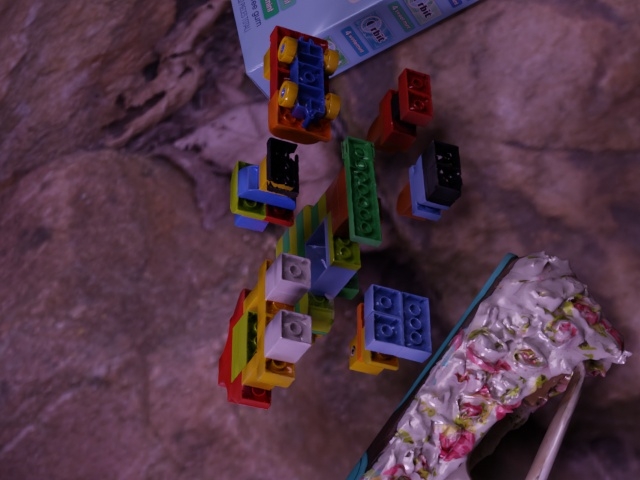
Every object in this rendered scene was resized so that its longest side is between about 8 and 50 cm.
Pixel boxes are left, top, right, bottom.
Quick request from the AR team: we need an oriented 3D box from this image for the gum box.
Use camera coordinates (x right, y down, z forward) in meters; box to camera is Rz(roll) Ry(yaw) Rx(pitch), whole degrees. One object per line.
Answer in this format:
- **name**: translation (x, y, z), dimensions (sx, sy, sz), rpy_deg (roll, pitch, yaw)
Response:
- **gum box**: translation (0.029, -0.189, 0.819), dimensions (0.184, 0.041, 0.157), rpy_deg (-27, 50, 16)

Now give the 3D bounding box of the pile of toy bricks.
- **pile of toy bricks**: translation (0.000, 0.000, 0.686), dimensions (0.105, 0.118, 0.212), rpy_deg (129, 149, -48)

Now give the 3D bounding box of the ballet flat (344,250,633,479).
- **ballet flat**: translation (0.053, 0.112, 0.589), dimensions (0.077, 0.091, 0.241), rpy_deg (36, 87, 16)
